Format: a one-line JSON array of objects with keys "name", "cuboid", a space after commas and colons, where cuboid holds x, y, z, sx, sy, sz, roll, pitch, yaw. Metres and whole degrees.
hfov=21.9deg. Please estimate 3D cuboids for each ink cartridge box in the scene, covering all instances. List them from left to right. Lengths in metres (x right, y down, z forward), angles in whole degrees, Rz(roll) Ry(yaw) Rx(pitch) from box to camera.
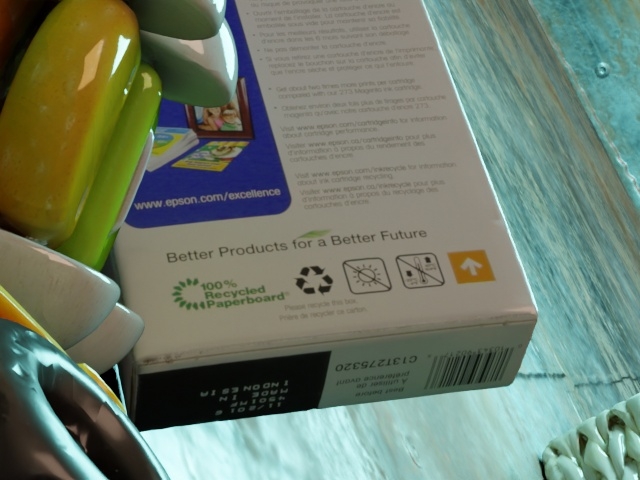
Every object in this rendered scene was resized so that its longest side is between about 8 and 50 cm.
[{"name": "ink cartridge box", "cuboid": [-0.034, -0.084, 0.803, 0.069, 0.176, 0.371, 102, -22, -52]}]

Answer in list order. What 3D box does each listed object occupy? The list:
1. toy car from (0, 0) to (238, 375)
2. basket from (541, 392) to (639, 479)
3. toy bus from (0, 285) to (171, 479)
[{"name": "toy car", "cuboid": [-0.113, -0.042, 0.586, 0.136, 0.159, 0.182, 19, -10, 4]}, {"name": "basket", "cuboid": [0.373, 0.276, 1.220, 0.331, 0.266, 0.328, 45, 23, -43]}, {"name": "toy bus", "cuboid": [-0.142, 0.029, 0.390, 0.220, 0.149, 0.211, 48, 8, -28]}]
